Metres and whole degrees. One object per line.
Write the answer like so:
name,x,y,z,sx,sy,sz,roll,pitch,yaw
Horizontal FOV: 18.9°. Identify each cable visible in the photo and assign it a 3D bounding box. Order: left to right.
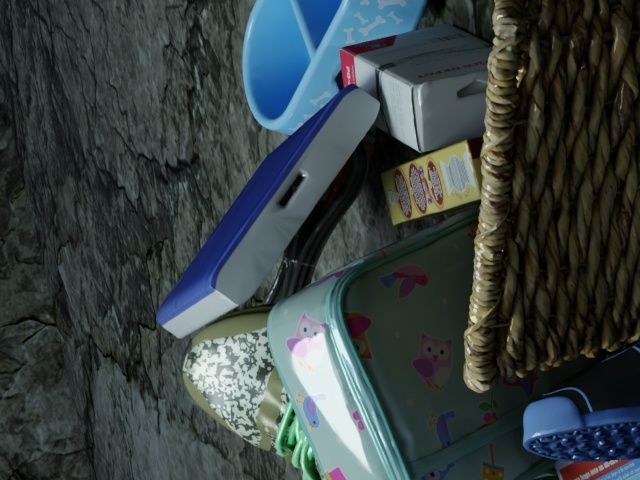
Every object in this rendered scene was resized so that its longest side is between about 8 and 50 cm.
cable,0.000,0.000,1.915,0.139,0.072,0.287,10,90,56

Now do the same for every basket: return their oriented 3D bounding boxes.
basket,0.165,-0.086,1.296,0.213,0.223,0.299,-122,24,-48

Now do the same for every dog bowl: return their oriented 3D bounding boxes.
dog bowl,0.007,-0.212,1.784,0.297,0.074,0.166,-60,39,46

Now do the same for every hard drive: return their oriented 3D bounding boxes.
hard drive,-0.054,-0.018,1.715,0.040,0.210,0.319,36,166,-6

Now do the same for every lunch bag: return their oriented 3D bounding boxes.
lunch bag,0.107,0.101,1.503,0.108,0.279,0.224,-26,87,47

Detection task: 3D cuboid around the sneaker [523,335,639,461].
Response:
sneaker,0.240,0.079,1.239,0.081,0.232,0.090,58,-158,-61

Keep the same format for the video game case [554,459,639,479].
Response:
video game case,0.264,0.263,1.339,0.285,0.025,0.204,67,160,11

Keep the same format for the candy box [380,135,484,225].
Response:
candy box,0.134,-0.056,1.574,0.187,0.109,0.053,158,98,-69

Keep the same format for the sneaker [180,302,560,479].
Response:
sneaker,0.033,0.169,1.647,0.410,0.182,0.158,22,105,26

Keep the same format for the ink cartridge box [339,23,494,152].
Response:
ink cartridge box,0.097,-0.130,1.627,0.150,0.109,0.063,-141,41,-61

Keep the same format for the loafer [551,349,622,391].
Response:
loafer,0.262,0.162,1.396,0.267,0.084,0.096,-140,42,-59
